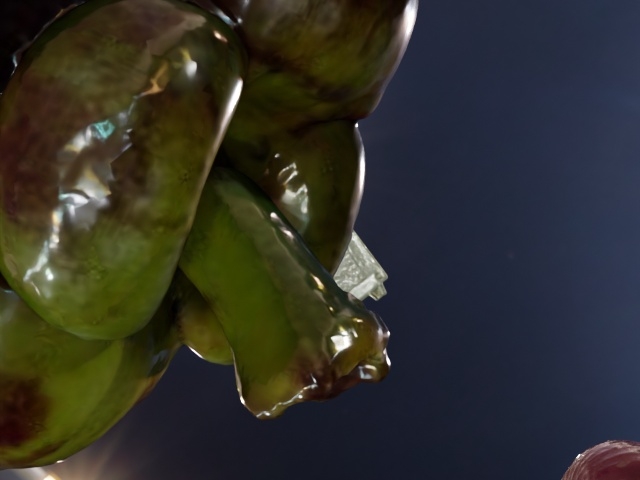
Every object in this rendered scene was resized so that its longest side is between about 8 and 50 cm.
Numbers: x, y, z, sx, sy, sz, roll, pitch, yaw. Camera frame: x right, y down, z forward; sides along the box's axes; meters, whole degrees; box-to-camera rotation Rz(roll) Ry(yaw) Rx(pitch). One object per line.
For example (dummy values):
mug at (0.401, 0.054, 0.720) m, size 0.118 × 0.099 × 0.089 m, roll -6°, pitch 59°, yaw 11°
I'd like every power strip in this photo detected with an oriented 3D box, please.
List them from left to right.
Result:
power strip at (0.000, 0.000, 1.558) m, size 0.075 × 0.175 × 0.042 m, roll -35°, pitch -173°, yaw -1°

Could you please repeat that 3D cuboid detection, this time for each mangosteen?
mangosteen at (-0.124, -0.073, 0.498) m, size 0.313 × 0.297 × 0.297 m, roll -15°, pitch -157°, yaw 26°

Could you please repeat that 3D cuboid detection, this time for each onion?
onion at (0.337, 0.329, 1.592) m, size 0.207 × 0.200 × 0.200 m, roll -45°, pitch -172°, yaw -19°
